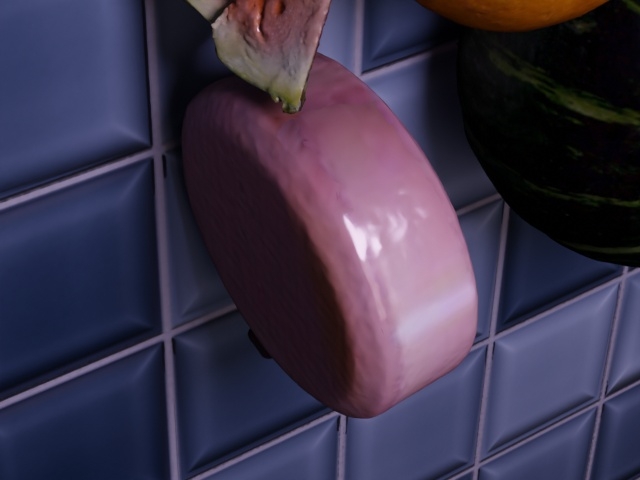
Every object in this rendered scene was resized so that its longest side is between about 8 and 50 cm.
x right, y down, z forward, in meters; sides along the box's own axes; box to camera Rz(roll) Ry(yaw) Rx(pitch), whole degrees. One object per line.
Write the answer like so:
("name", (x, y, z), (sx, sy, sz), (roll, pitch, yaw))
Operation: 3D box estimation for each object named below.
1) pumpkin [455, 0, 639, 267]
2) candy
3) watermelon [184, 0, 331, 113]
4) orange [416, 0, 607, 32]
("pumpkin", (0.255, -0.133, 1.117), (0.323, 0.241, 0.323), (-19, 130, -25))
("candy", (0.000, 0.000, 1.003), (0.094, 0.255, 0.255), (-29, 136, -21))
("watermelon", (-0.041, -0.244, 0.864), (0.128, 0.159, 0.303), (7, 118, -9))
("orange", (0.126, -0.241, 0.897), (0.240, 0.171, 0.240), (-20, 138, -19))
